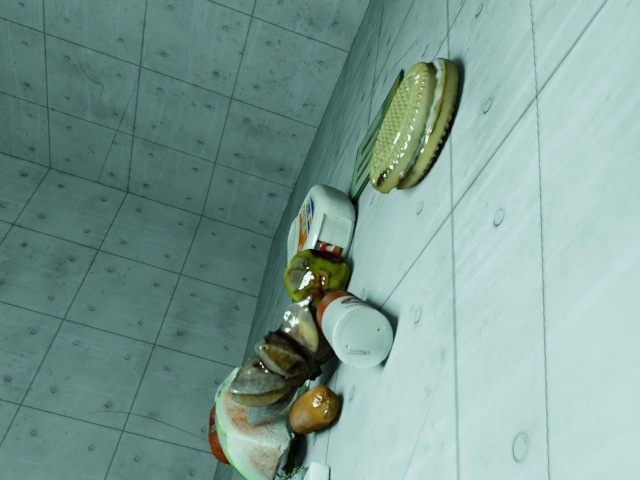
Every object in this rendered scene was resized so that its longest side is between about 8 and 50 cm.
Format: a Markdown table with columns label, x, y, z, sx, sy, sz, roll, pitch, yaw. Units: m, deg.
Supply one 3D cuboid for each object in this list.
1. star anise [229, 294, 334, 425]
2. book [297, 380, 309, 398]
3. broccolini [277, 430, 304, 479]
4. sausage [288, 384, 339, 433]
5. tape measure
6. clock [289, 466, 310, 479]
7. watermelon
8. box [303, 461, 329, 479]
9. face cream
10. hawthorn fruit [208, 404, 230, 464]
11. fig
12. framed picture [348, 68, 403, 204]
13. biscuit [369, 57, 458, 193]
| label | x | y | z | sx | sy | sz | roll | pitch | yaw |
| --- | --- | --- | --- | --- | --- | --- | --- | --- | --- |
| star anise | -0.058 | 0.241 | 1.204 | 0.315 | 0.108 | 0.315 | -45 | -20 | -21 |
| book | -0.052 | 0.351 | 1.502 | 0.160 | 0.024 | 0.229 | 130 | 156 | -70 |
| broccolini | -0.056 | 0.454 | 1.250 | 0.123 | 0.062 | 0.272 | -56 | 13 | 32 |
| sausage | -0.015 | 0.330 | 1.145 | 0.197 | 0.076 | 0.076 | 125 | 161 | -61 |
| tape measure | 0.000 | 0.000 | 1.550 | 0.258 | 0.130 | 0.265 | -94 | 27 | -57 |
| clock | -0.043 | 0.456 | 1.095 | 0.085 | 0.017 | 0.085 | -36 | -32 | -27 |
| watermelon | -0.128 | 0.395 | 1.326 | 0.305 | 0.180 | 0.224 | -76 | -35 | -67 |
| box | -0.027 | 0.474 | 1.038 | 0.084 | 0.040 | 0.154 | -88 | 18 | -61 |
| face cream | 0.052 | 0.145 | 1.015 | 0.214 | 0.095 | 0.096 | -159 | 87 | -82 |
| hawthorn fruit | -0.221 | 0.543 | 1.679 | 0.243 | 0.207 | 0.208 | 97 | -176 | -58 |
| fig | -0.011 | 0.096 | 1.376 | 0.154 | 0.144 | 0.166 | -54 | -12 | -26 |
| framed picture | 0.139 | -0.250 | 1.541 | 0.324 | 0.013 | 0.244 | 121 | 164 | -55 |
| biscuit | 0.163 | -0.204 | 1.064 | 0.259 | 0.079 | 0.259 | -162 | 90 | -81 |
